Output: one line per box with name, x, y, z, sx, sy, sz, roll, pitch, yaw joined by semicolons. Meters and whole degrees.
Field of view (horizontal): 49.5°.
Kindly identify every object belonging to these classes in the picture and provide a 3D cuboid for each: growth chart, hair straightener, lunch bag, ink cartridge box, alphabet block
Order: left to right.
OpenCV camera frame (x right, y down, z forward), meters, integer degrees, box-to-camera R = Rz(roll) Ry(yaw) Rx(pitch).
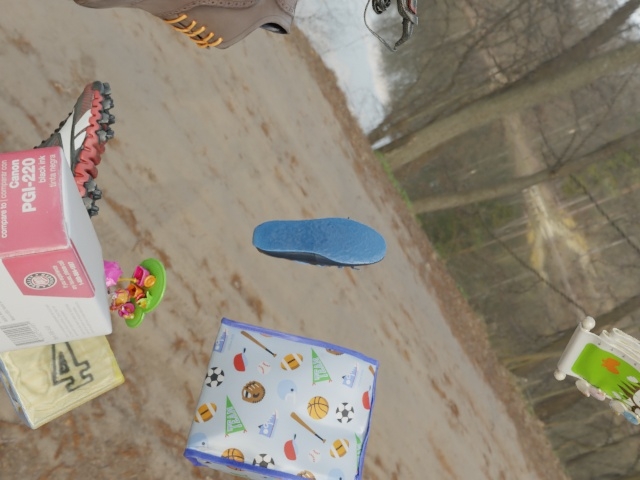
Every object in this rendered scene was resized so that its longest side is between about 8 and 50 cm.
ink cartridge box;-0.281;0.022;0.511;0.159;0.217;0.092;100;-23;-60
alphabet block;-0.551;0.249;1.433;0.197;0.192;0.194;-26;98;-31
lunch bag;-0.075;0.392;1.590;0.239;0.385;0.328;93;8;-67
hair straightener;0.094;-0.379;0.960;0.047;0.088;0.231;-77;169;-68
growth chart;0.417;0.192;0.889;0.021;0.237;0.172;-40;142;-29

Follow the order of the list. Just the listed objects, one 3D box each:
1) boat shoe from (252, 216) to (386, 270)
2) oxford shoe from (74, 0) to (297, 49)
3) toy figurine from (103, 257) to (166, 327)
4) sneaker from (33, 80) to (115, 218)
boat shoe;0.000;0.000;1.359;0.089;0.258;0.109;83;19;-73
oxford shoe;-0.156;-0.311;0.900;0.363;0.129;0.133;-21;118;-42
toy figurine;-0.458;0.109;1.561;0.130;0.173;0.159;33;10;39
sneaker;-0.458;-0.173;1.274;0.098;0.135;0.276;117;-19;-75
